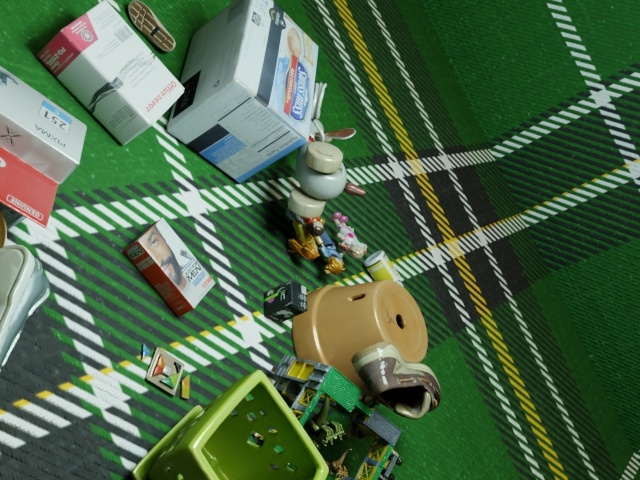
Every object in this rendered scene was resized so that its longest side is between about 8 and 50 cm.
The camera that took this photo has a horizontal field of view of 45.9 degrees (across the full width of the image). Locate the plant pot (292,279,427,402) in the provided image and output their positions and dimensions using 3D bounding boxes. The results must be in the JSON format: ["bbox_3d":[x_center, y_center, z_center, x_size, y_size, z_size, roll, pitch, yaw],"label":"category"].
[{"bbox_3d":[0.107,0.218,1.725,0.291,0.204,0.290,33,44,-38],"label":"plant pot"}]

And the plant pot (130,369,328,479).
[{"bbox_3d":[-0.159,0.384,1.249,0.228,0.207,0.227,58,34,-7],"label":"plant pot"}]

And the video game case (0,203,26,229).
[{"bbox_3d":[-0.559,-0.093,1.217,0.183,0.023,0.201,55,34,-10],"label":"video game case"}]

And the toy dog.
[{"bbox_3d":[0.022,-0.186,1.758,0.161,0.220,0.333,16,52,-13],"label":"toy dog"}]

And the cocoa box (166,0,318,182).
[{"bbox_3d":[-0.167,-0.355,1.734,0.228,0.231,0.347,37,42,-33],"label":"cocoa box"}]

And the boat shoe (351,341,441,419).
[{"bbox_3d":[0.178,0.322,1.582,0.342,0.123,0.123,47,16,-53],"label":"boat shoe"}]

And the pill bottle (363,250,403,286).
[{"bbox_3d":[0.172,0.090,2.024,0.116,0.065,0.065,55,34,-10],"label":"pill bottle"}]

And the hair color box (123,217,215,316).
[{"bbox_3d":[-0.288,0.051,1.451,0.167,0.053,0.093,52,36,-13],"label":"hair color box"}]

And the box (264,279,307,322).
[{"bbox_3d":[-0.076,0.133,1.646,0.052,0.083,0.062,30,45,-41],"label":"box"}]

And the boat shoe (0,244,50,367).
[{"bbox_3d":[-0.475,0.159,1.074,0.099,0.116,0.319,69,29,-51],"label":"boat shoe"}]

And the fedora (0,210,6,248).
[{"bbox_3d":[-0.549,-0.026,1.100,0.194,0.079,0.194,16,64,-35],"label":"fedora"}]

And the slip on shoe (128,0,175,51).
[{"bbox_3d":[-0.382,-0.483,1.715,0.135,0.051,0.041,44,-3,-12],"label":"slip on shoe"}]

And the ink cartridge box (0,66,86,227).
[{"bbox_3d":[-0.530,-0.188,1.216,0.296,0.066,0.261,36,24,-30],"label":"ink cartridge box"}]

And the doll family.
[{"bbox_3d":[0.000,0.000,1.832,0.263,0.118,0.163,28,29,-46],"label":"doll family"}]

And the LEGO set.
[{"bbox_3d":[-0.008,0.385,1.530,0.331,0.192,0.254,35,71,-32],"label":"LEGO set"}]

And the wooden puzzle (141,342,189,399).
[{"bbox_3d":[-0.278,0.236,1.368,0.116,0.014,0.078,35,42,-34],"label":"wooden puzzle"}]

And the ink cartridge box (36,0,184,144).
[{"bbox_3d":[-0.412,-0.334,1.513,0.237,0.100,0.172,48,36,-19],"label":"ink cartridge box"}]
